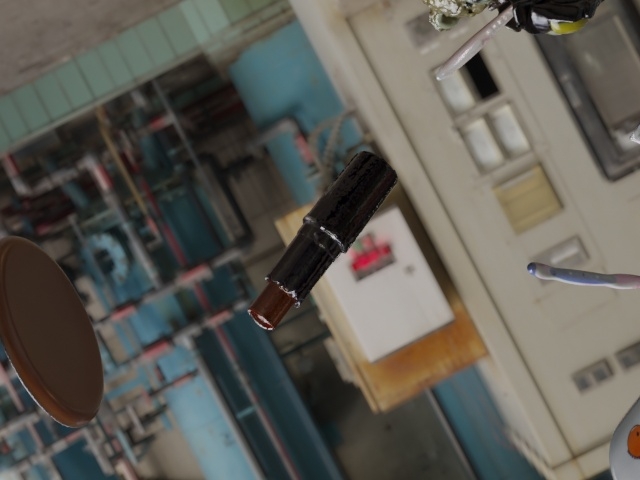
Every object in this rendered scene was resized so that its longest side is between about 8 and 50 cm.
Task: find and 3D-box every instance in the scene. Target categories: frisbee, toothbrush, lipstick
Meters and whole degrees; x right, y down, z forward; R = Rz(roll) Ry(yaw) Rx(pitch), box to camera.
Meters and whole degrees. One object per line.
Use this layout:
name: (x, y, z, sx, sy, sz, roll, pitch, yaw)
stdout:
frisbee: (-0.330, 0.109, 1.580, 0.021, 0.251, 0.251, -24, -178, 12)
toothbrush: (0.363, 0.049, 1.618, 0.269, 0.021, 0.027, 8, 145, -30)
lipstick: (0.000, 0.000, 1.848, 0.300, 0.081, 0.081, -51, -173, -14)
toothbrush: (0.301, -0.363, 2.087, 0.307, 0.025, 0.029, -42, -165, 17)

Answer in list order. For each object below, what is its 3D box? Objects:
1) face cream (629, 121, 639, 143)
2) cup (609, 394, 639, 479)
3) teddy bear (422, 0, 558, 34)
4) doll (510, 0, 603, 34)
face cream: (0.504, -0.138, 1.905, 0.038, 0.115, 0.020, -56, -157, 11)
cup: (0.515, 0.231, 1.649, 0.212, 0.212, 0.317, -29, 154, -47)
teddy bear: (0.286, -0.461, 2.187, 0.256, 0.267, 0.156, -16, -150, -1)
doll: (0.357, -0.344, 1.792, 0.248, 0.088, 0.127, -31, -167, -31)
